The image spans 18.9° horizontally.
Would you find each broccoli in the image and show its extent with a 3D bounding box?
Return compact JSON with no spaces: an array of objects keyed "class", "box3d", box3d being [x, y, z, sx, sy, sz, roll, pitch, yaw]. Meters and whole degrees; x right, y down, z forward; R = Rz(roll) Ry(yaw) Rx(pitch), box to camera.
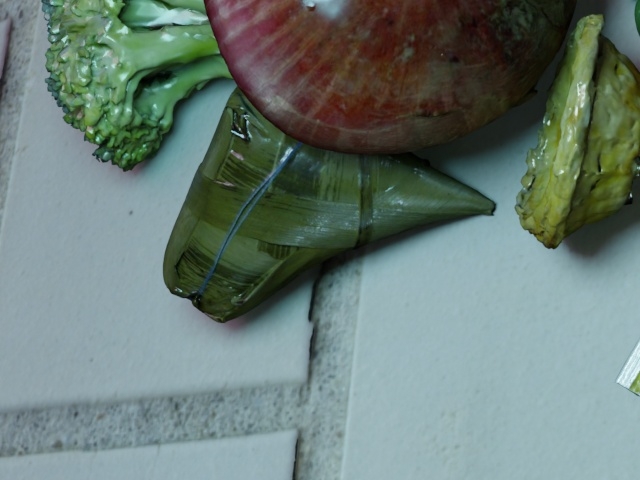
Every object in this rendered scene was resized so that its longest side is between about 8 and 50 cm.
[{"class":"broccoli","box3d":[-0.117,-0.197,1.980,0.397,0.275,0.353,53,124,18]}]

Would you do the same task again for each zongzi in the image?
[{"class":"zongzi","box3d":[0.000,0.000,1.853,0.125,0.274,0.251,-65,0,-61]}]

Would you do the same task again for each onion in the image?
[{"class":"onion","box3d":[0.065,-0.247,1.712,0.353,0.353,0.354,-15,62,31]}]

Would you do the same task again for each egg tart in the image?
[{"class":"egg tart","box3d":[0.232,-0.090,1.671,0.090,0.212,0.213,11,73,-2]}]

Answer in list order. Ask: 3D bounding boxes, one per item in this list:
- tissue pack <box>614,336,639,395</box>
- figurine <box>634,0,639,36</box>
[{"class":"tissue pack","box3d":[0.329,0.084,1.557,0.099,0.106,0.149,31,91,41]},{"class":"figurine","box3d":[0.369,-0.151,1.630,0.185,0.127,0.234,-28,45,18]}]
